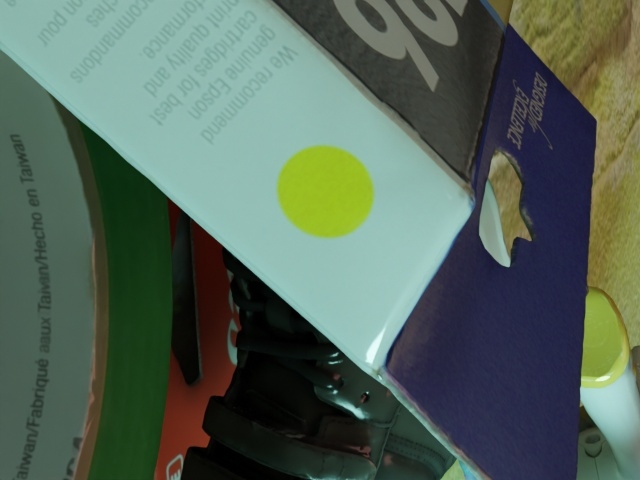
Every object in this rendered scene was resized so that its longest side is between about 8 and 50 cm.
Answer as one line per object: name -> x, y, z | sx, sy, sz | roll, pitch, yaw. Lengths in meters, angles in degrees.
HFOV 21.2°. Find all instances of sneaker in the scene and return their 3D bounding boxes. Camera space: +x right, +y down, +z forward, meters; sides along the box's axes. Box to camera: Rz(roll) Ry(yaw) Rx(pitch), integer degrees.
sneaker -> -0.004, 0.037, 0.649 | 0.147, 0.104, 0.296 | -59, 148, -16

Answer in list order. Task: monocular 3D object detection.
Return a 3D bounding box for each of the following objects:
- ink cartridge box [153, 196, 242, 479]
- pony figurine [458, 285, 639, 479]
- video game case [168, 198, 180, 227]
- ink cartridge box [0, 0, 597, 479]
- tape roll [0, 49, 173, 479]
ink cartridge box -> 0.000, 0.000, 0.780 | 0.239, 0.060, 0.275 | -39, 130, -60
pony figurine -> 0.197, 0.212, 1.004 | 0.363, 0.302, 0.351 | 27, 48, -66
video game case -> -0.065, -0.090, 0.711 | 0.119, 0.015, 0.166 | 67, 36, -42
ink cartridge box -> -0.007, -0.103, 0.510 | 0.307, 0.072, 0.304 | 41, 25, -10
tape roll -> -0.155, 0.030, 0.472 | 0.321, 0.077, 0.321 | 3, 90, -65
